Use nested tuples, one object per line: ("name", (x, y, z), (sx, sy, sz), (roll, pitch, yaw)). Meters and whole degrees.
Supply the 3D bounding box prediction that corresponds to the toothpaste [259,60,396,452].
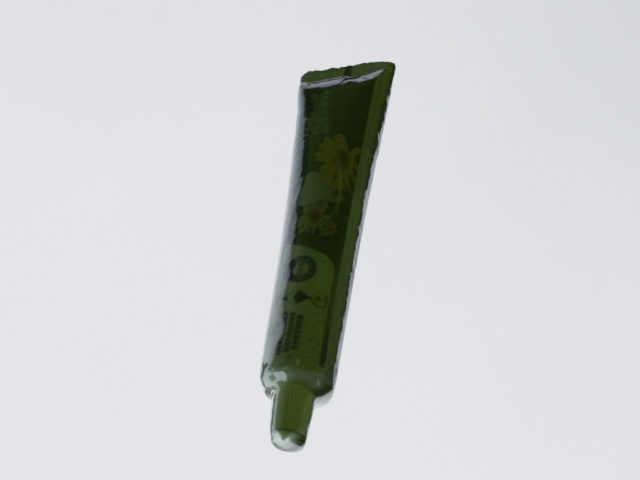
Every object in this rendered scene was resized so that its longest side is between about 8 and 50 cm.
("toothpaste", (0.000, 0.000, 0.726), (0.049, 0.031, 0.204), (-6, -127, 21))
